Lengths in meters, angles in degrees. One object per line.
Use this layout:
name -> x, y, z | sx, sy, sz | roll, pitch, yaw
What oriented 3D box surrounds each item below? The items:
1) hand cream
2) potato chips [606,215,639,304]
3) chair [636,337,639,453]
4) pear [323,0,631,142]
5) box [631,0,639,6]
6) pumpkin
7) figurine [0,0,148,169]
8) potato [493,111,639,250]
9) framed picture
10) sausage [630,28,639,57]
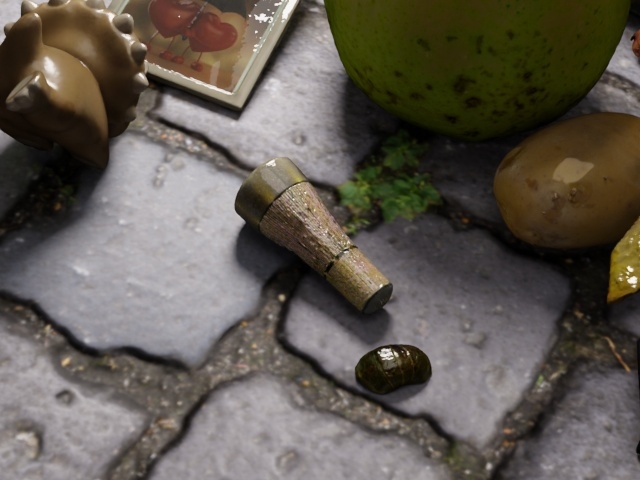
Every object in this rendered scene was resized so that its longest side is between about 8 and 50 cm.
hand cream -> 0.000, 0.000, 1.601 | 0.084, 0.084, 0.203 | -33, 66, -31
potato chips -> 0.417, -0.041, 1.631 | 0.407, 0.057, 0.080 | -29, 94, -44
chair -> 0.388, 0.165, 1.459 | 0.141, 0.154, 0.260 | 9, 47, 0
pear -> 0.176, -0.315, 1.709 | 0.391, 0.391, 0.391 | 4, 49, -5
box -> 0.362, -0.424, 1.924 | 0.273, 0.184, 0.143 | 14, 49, 19
pumpkin -> 0.077, 0.125, 1.532 | 0.083, 0.028, 0.050 | -12, 50, -23
figurine -> -0.279, -0.189, 1.616 | 0.177, 0.247, 0.173 | 15, 81, 31
potato -> 0.304, -0.069, 1.671 | 0.234, 0.146, 0.150 | -22, 87, -25
framed picture -> -0.131, -0.307, 1.836 | 0.211, 0.020, 0.289 | 22, 65, 10
sausage -> 0.462, -0.284, 1.931 | 0.177, 0.047, 0.040 | -35, 80, -31
